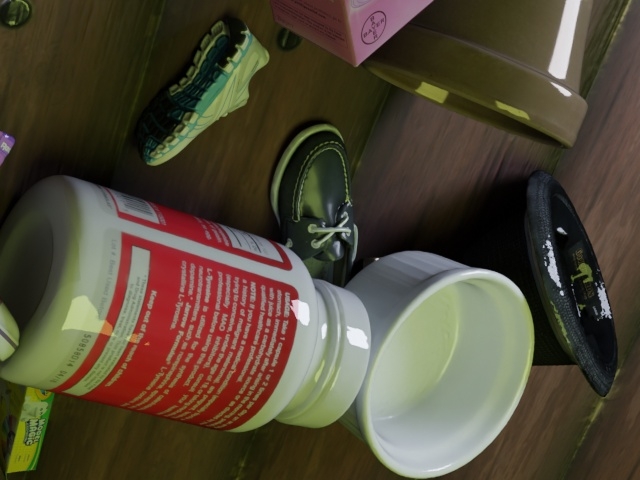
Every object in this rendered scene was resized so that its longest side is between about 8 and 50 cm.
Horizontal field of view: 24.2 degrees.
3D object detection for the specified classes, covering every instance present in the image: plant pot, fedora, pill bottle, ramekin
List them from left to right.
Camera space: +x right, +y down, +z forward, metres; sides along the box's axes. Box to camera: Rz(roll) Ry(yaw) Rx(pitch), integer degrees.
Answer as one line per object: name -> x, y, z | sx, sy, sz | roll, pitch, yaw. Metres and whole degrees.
pill bottle -> -0.153, 0.087, 1.674 | 0.408, 0.229, 0.229 | 18, 112, -33
ramekin -> 0.125, 0.146, 1.879 | 0.277, 0.135, 0.277 | -17, 119, -33
plant pot -> 0.205, -0.256, 1.699 | 0.263, 0.263, 0.229 | 20, 92, -43
fedora -> 0.288, 0.073, 2.023 | 0.152, 0.334, 0.334 | -17, 141, 20

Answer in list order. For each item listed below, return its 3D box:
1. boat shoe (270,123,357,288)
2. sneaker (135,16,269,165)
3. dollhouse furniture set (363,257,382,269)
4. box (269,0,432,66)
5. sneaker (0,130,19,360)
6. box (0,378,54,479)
boat shoe -> 0.000, 0.000, 1.844 | 0.114, 0.091, 0.302 | -17, 132, -23
sneaker -> -0.124, -0.151, 1.655 | 0.190, 0.071, 0.083 | -48, 142, 8
dollhouse furniture set -> 0.071, 0.099, 2.021 | 0.144, 0.123, 0.151 | 0, 89, -35
box -> 0.048, -0.329, 1.397 | 0.213, 0.117, 0.243 | -42, 145, -22
sneaker -> -0.350, -0.027, 1.495 | 0.161, 0.102, 0.282 | -35, 100, -18
box -> -0.354, 0.188, 1.743 | 0.043, 0.105, 0.179 | 0, 124, -34
